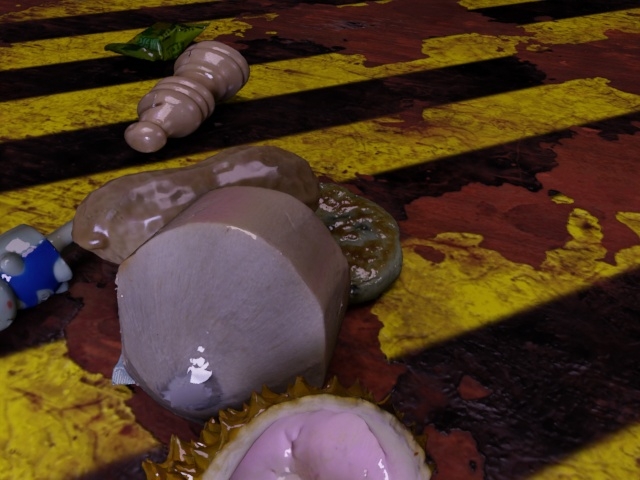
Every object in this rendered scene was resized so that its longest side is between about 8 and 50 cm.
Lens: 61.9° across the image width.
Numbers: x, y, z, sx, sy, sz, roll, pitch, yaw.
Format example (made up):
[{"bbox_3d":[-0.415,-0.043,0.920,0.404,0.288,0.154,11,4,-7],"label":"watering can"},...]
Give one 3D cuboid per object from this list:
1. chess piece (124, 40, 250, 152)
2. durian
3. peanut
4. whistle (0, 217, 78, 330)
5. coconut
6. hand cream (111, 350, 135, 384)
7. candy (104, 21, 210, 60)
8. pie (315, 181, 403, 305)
[{"bbox_3d":[-0.256,-0.261,1.005,0.139,0.124,0.307,34,44,-12],"label":"chess piece"},{"bbox_3d":[-0.034,0.191,0.405,0.250,0.138,0.183,4,81,-25],"label":"durian"},{"bbox_3d":[-0.146,-0.044,0.652,0.299,0.120,0.136,-16,21,-23],"label":"peanut"},{"bbox_3d":[-0.362,0.041,0.641,0.092,0.110,0.244,44,48,-1],"label":"whistle"},{"bbox_3d":[-0.082,0.066,0.506,0.241,0.241,0.241,1,40,-1],"label":"coconut"},{"bbox_3d":[-0.185,0.035,0.680,0.085,0.058,0.331,1,40,-5],"label":"hand cream"},{"bbox_3d":[-0.380,-0.479,1.287,0.149,0.069,0.246,16,46,24],"label":"candy"},{"bbox_3d":[0.000,0.000,0.734,0.241,0.054,0.240,1,41,-1],"label":"pie"}]
